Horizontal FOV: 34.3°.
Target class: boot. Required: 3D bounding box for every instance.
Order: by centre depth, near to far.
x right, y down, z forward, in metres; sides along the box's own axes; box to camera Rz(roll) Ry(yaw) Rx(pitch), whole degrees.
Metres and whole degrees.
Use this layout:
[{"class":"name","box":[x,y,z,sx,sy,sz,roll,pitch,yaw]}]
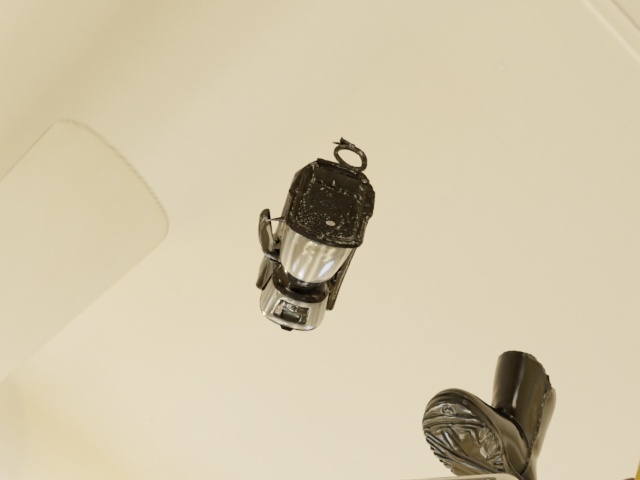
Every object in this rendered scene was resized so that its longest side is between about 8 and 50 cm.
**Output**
[{"class":"boot","box":[0.228,0.219,1.364,0.094,0.207,0.246,-15,-55,33]}]

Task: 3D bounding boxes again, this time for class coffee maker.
[{"class":"coffee maker","box":[0.000,0.000,1.266,0.120,0.171,0.178,36,-42,11]}]

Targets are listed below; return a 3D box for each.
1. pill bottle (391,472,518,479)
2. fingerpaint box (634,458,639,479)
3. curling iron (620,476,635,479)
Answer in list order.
[{"class":"pill bottle","box":[0.130,0.265,0.926,0.194,0.108,0.108,-6,-69,11]},{"class":"fingerpaint box","box":[0.514,0.093,0.795,0.445,0.163,0.371,18,-108,9]},{"class":"curling iron","box":[0.353,0.283,1.131,0.274,0.068,0.035,-11,-63,-15]}]
